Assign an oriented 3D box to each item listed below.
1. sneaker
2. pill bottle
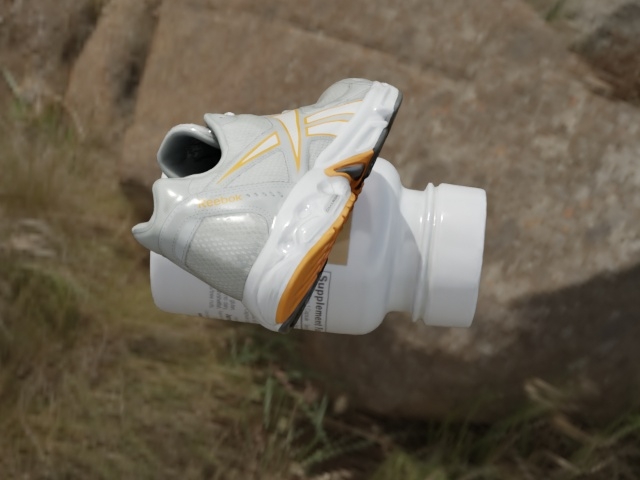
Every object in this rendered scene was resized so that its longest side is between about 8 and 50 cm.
[{"bbox_3d":[-0.031,-0.052,0.953,0.121,0.099,0.262,26,28,1],"label":"sneaker"},{"bbox_3d":[0.000,0.000,1.123,0.229,0.131,0.131,7,49,2],"label":"pill bottle"}]
